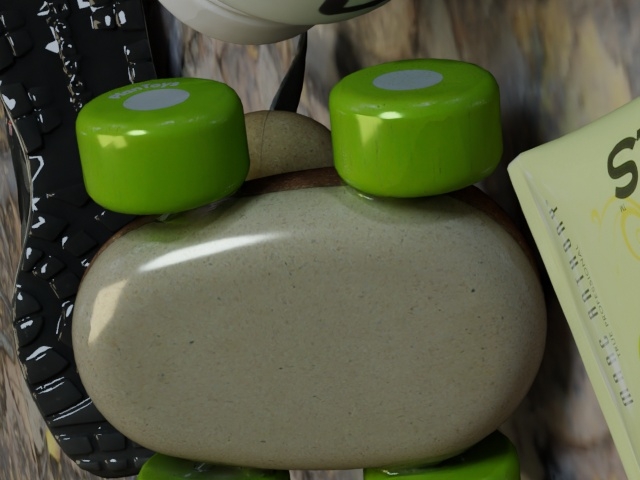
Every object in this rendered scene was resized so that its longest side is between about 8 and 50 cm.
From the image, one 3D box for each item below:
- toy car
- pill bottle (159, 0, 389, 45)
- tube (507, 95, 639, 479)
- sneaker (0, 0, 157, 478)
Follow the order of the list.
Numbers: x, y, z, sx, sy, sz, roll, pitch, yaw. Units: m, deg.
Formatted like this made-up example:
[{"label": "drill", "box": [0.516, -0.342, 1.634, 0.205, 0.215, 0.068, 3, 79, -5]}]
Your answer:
[{"label": "toy car", "box": [0.000, 0.000, 0.605, 0.188, 0.149, 0.155, -81, -13, -67]}, {"label": "pill bottle", "box": [0.003, -0.128, 0.509, 0.193, 0.108, 0.108, 141, 117, -66]}, {"label": "tube", "box": [0.107, -0.014, 0.339, 0.240, 0.062, 0.070, -41, 25, 62]}, {"label": "sneaker", "box": [-0.110, -0.020, 0.900, 0.124, 0.107, 0.283, 128, 133, -82]}]
